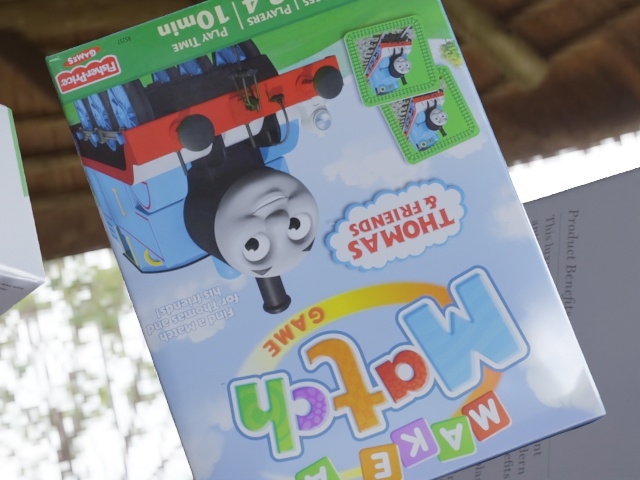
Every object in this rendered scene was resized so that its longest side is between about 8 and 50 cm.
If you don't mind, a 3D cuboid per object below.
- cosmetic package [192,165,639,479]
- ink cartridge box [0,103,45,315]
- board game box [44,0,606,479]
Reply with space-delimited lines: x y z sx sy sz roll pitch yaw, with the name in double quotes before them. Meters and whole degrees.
"cosmetic package" 0.123 0.118 1.197 0.453 0.230 0.161 -17 -36 40
"ink cartridge box" -0.316 0.009 1.238 0.219 0.160 0.092 -34 -33 30
"board game box" 0.000 0.000 0.676 0.160 0.212 0.039 -20 -9 -4
